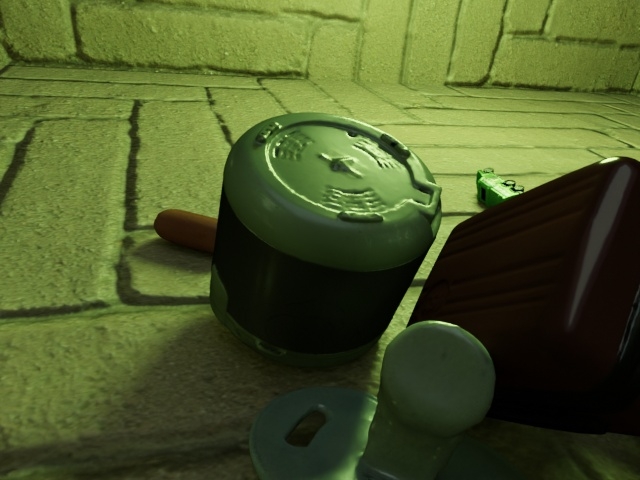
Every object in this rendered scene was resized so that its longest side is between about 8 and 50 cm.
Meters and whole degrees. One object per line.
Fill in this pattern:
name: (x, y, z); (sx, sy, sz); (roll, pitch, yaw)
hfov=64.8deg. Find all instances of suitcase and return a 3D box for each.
suitcase: (0.230, 0.067, 0.525); (0.161, 0.297, 0.236); (33, 70, -9)

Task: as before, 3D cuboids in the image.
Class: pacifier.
pacifier: (0.082, 0.166, 0.455); (0.278, 0.207, 0.227); (18, 19, 20)

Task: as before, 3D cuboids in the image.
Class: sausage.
sausage: (-0.213, -0.015, 0.880); (0.154, 0.062, 0.062); (14, 29, 12)

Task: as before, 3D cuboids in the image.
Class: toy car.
toy car: (0.414, -0.113, 1.193); (0.062, 0.071, 0.165); (-16, 33, -11)

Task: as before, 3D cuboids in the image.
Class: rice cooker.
rice cooker: (-0.001, 0.001, 0.670); (0.288, 0.277, 0.288); (8, 44, -8)
